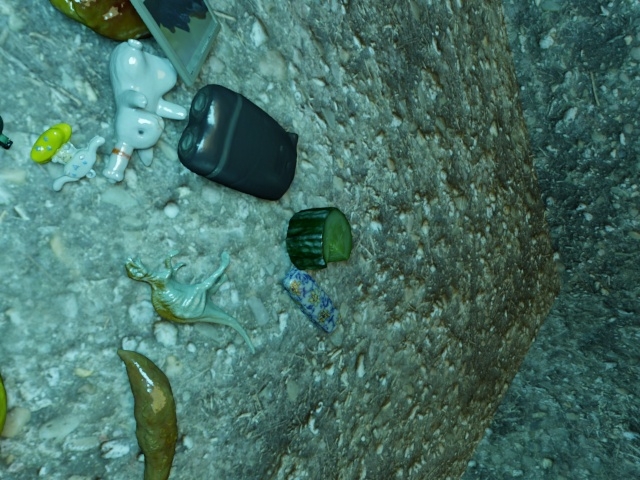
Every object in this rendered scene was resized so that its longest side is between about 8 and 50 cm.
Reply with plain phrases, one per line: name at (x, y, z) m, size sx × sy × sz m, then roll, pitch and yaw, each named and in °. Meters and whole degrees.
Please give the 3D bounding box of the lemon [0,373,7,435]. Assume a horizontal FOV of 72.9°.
lemon at (-0.632, 0.276, 0.643) m, size 0.293 × 0.293 × 0.293 m, roll -6°, pitch 99°, yaw -41°

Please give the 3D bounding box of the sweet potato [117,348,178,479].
sweet potato at (-0.378, 0.409, 0.994) m, size 0.106 × 0.095 × 0.354 m, roll -8°, pitch 100°, yaw 1°

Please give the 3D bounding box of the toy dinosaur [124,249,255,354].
toy dinosaur at (-0.283, 0.139, 1.051) m, size 0.205 × 0.092 × 0.393 m, roll -45°, pitch 124°, yaw -28°

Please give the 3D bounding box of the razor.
razor at (-0.174, -0.217, 1.032) m, size 0.349 × 0.113 × 0.204 m, roll 17°, pitch 87°, yaw -58°

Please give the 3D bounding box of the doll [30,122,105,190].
doll at (-0.493, -0.157, 0.842) m, size 0.113 × 0.071 × 0.135 m, roll 17°, pitch 108°, yaw -23°

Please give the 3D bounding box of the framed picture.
framed picture at (-0.291, -0.475, 0.905) m, size 0.192 × 0.018 × 0.265 m, roll 59°, pitch 29°, yaw -45°

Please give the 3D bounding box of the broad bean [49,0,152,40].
broad bean at (-0.413, -0.469, 0.837) m, size 0.229 × 0.122 × 0.156 m, roll -9°, pitch 100°, yaw -43°

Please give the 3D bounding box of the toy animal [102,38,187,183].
toy animal at (-0.363, -0.258, 0.892) m, size 0.140 × 0.138 × 0.282 m, roll -5°, pitch 95°, yaw -65°

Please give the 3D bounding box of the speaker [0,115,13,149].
speaker at (-0.581, -0.201, 0.755) m, size 0.094 × 0.075 × 0.060 m, roll 24°, pitch 86°, yaw -66°

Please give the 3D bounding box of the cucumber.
cucumber at (0.002, -0.010, 1.256) m, size 0.191 × 0.130 × 0.191 m, roll -3°, pitch 94°, yaw -53°

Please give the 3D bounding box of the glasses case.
glasses case at (-0.022, 0.183, 1.304) m, size 0.248 × 0.065 × 0.087 m, roll 54°, pitch 54°, yaw -29°
